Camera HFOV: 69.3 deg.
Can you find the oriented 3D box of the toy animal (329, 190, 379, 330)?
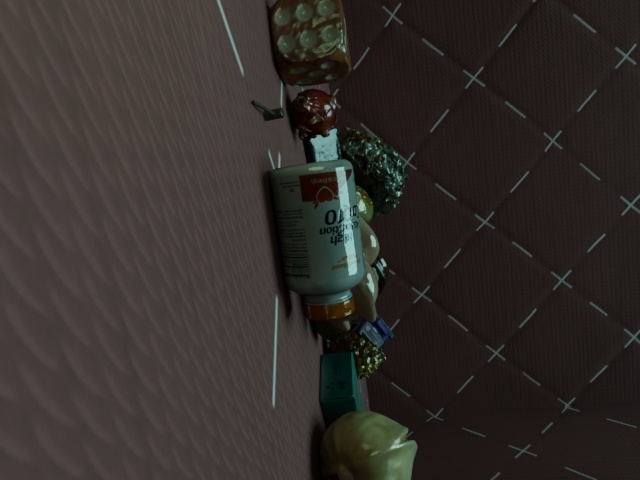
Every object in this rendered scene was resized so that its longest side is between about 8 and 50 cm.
[{"bbox_3d":[0.058,0.047,1.102,0.213,0.195,0.256,45,34,-20],"label":"toy animal"}]

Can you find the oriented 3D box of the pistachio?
[{"bbox_3d":[0.111,0.490,1.038,0.309,0.229,0.230,52,30,-62],"label":"pistachio"}]

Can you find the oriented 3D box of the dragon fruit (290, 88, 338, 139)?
[{"bbox_3d":[-0.015,-0.341,1.232,0.166,0.133,0.136,18,56,-71],"label":"dragon fruit"}]

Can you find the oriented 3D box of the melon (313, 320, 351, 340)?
[{"bbox_3d":[0.030,0.201,1.189,0.162,0.099,0.099,80,6,-61],"label":"melon"}]

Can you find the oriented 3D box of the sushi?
[{"bbox_3d":[0.170,-0.282,1.883,0.176,0.417,0.417,-46,149,-22],"label":"sushi"}]

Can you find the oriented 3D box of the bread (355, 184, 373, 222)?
[{"bbox_3d":[0.108,-0.133,1.774,0.314,0.192,0.171,46,56,-72],"label":"bread"}]

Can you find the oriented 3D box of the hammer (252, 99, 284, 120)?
[{"bbox_3d":[-0.099,-0.236,0.836,0.110,0.035,0.019,-17,99,-75],"label":"hammer"}]

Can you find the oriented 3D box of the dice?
[{"bbox_3d":[-0.024,-0.486,1.122,0.179,0.174,0.174,6,78,-80],"label":"dice"}]

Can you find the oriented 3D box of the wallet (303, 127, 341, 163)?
[{"bbox_3d":[0.021,-0.221,1.524,0.146,0.030,0.285,-31,125,-34],"label":"wallet"}]

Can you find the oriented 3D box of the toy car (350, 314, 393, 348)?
[{"bbox_3d":[0.150,0.342,1.811,0.172,0.158,0.235,53,-23,-21],"label":"toy car"}]

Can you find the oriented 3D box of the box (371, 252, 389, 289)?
[{"bbox_3d":[0.155,0.101,1.851,0.263,0.108,0.404,47,-12,15],"label":"box"}]

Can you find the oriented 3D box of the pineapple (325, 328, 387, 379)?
[{"bbox_3d":[0.082,0.349,1.353,0.137,0.176,0.161,-52,-177,-21],"label":"pineapple"}]

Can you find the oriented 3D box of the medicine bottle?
[{"bbox_3d":[0.000,0.000,0.874,0.157,0.156,0.289,-59,142,-80],"label":"medicine bottle"}]

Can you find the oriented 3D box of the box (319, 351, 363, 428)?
[{"bbox_3d":[0.061,0.440,1.258,0.153,0.092,0.245,-86,167,-55],"label":"box"}]
